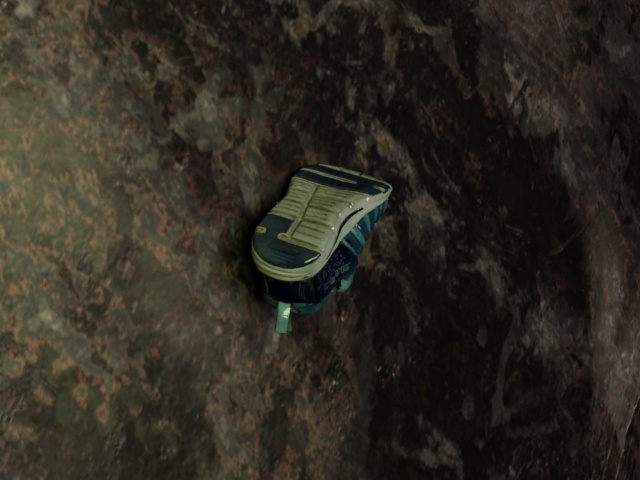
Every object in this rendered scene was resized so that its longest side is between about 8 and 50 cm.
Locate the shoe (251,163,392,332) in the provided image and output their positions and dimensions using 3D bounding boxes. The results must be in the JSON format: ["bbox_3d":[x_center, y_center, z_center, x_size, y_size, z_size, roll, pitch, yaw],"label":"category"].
[{"bbox_3d":[0.000,0.000,1.786,0.207,0.091,0.106,-51,150,-47],"label":"shoe"}]
